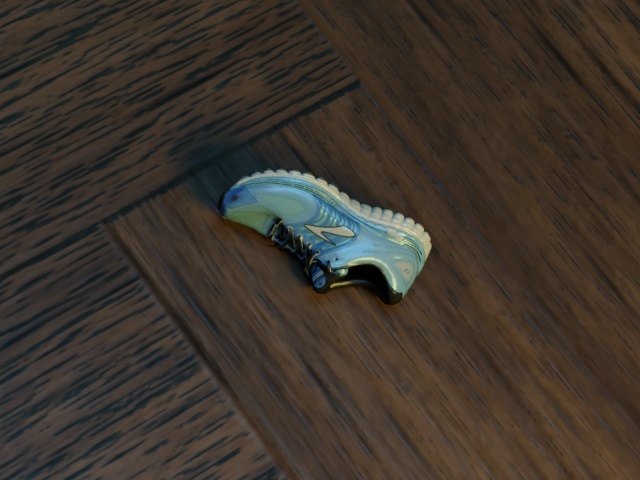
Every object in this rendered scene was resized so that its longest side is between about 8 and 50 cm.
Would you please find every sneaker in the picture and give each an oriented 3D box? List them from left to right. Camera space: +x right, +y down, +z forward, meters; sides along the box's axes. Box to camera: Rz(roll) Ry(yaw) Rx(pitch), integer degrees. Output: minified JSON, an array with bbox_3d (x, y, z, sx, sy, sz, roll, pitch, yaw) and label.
[{"bbox_3d":[0.000,0.000,1.430,0.162,0.063,0.073,20,64,-3],"label":"sneaker"}]
